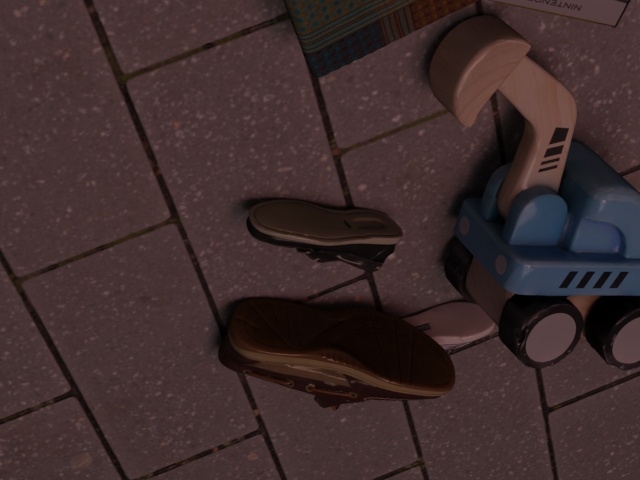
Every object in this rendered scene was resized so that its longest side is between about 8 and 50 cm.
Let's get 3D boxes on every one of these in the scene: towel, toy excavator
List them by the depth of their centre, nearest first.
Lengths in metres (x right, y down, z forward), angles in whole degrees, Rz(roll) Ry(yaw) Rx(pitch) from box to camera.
[{"bbox_3d":[0.068,-0.346,1.688,0.271,0.040,0.370,-25,148,-2],"label":"towel"},{"bbox_3d":[0.301,-0.071,2.096,0.432,0.222,0.445,2,118,-27],"label":"toy excavator"}]

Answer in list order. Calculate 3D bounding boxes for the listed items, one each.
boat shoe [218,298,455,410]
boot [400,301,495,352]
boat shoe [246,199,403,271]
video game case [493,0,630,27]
[{"bbox_3d":[0.021,0.175,2.232,0.342,0.123,0.123,10,139,-18],"label":"boat shoe"},{"bbox_3d":[0.165,0.150,2.334,0.190,0.069,0.086,-9,142,-4],"label":"boot"},{"bbox_3d":[0.000,0.000,2.082,0.233,0.084,0.079,7,129,-35],"label":"boat shoe"},{"bbox_3d":[0.295,-0.389,1.833,0.248,0.035,0.275,8,128,-21],"label":"video game case"}]
